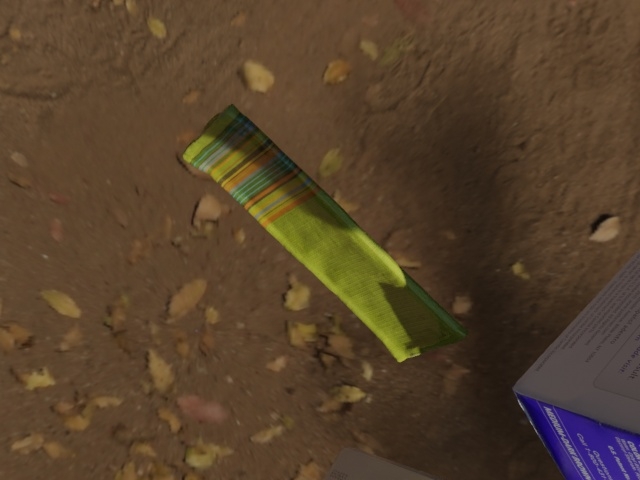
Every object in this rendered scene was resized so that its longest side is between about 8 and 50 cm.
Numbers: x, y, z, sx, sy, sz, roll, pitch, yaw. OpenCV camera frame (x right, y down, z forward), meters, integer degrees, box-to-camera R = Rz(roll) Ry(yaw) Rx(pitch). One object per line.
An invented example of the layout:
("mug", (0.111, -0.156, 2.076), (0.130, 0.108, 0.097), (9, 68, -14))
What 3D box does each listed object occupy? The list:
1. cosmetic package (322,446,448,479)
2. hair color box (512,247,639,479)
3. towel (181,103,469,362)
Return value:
("cosmetic package", (0.138, 0.421, 0.882), (0.393, 0.327, 0.329), (37, 75, -16))
("hair color box", (0.297, 0.094, 0.618), (0.185, 0.339, 0.110), (-43, 115, -20))
("towel", (0.000, 0.000, 0.808), (0.237, 0.102, 0.021), (44, 67, -7))
